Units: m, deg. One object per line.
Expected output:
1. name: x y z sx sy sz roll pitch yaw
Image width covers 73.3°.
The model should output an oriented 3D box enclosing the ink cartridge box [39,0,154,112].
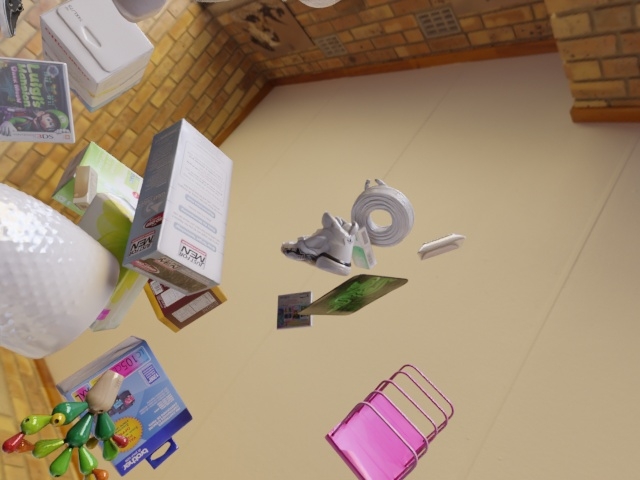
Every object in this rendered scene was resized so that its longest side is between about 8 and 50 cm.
1. ink cartridge box: -0.638 -0.533 1.228 0.197 0.198 0.270 -46 -160 -24

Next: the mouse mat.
1. mouse mat: 0.063 0.113 0.853 0.190 0.153 0.007 -39 -125 38

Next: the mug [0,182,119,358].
1. mug: -0.654 0.077 0.838 0.276 0.328 0.374 11 -121 39

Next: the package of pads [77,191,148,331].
1. package of pads: -0.555 0.050 1.121 0.229 0.101 0.296 40 -80 19

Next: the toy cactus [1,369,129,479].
1. toy cactus: -0.404 0.316 0.744 0.112 0.219 0.180 1 -126 35

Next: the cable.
1. cable: 0.250 -0.095 1.746 0.089 0.257 0.257 -52 168 -56

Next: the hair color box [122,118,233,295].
1. hair color box: -0.321 -0.081 1.020 0.114 0.185 0.374 -20 -126 25

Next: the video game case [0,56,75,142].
1. video game case: -0.693 -0.330 1.025 0.022 0.173 0.190 -136 -133 -57

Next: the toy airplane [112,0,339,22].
1. toy airplane: -0.074 -0.364 0.462 0.384 0.272 0.386 -29 -148 29

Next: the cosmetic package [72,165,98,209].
1. cosmetic package: -0.670 -0.150 1.228 0.041 0.060 0.115 -3 -108 -7

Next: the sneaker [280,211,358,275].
1. sneaker: 0.000 0.000 1.658 0.366 0.137 0.210 16 -95 48

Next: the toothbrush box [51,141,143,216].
1. toothbrush box: -0.694 -0.152 1.426 0.122 0.283 0.206 -31 -140 19

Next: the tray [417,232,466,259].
1. tray: 0.376 0.020 1.361 0.145 0.270 0.030 -21 -102 11

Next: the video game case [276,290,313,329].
1. video game case: -0.103 0.280 1.717 0.157 0.019 0.143 -10 -115 23

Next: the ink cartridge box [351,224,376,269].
1. ink cartridge box: 0.121 0.019 1.812 0.056 0.181 0.225 -35 -154 -32

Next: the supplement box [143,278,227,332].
1. supplement box: -0.436 0.146 1.365 0.194 0.129 0.191 -32 -118 -11

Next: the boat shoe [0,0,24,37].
1. boat shoe: -0.614 -0.477 0.853 0.049 0.040 0.142 -148 -120 -63

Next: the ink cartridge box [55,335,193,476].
1. ink cartridge box: -0.612 0.552 1.405 0.270 0.395 0.151 -35 -159 -34

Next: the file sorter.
1. file sorter: 0.200 0.483 1.137 0.202 0.291 0.182 44 -62 21
